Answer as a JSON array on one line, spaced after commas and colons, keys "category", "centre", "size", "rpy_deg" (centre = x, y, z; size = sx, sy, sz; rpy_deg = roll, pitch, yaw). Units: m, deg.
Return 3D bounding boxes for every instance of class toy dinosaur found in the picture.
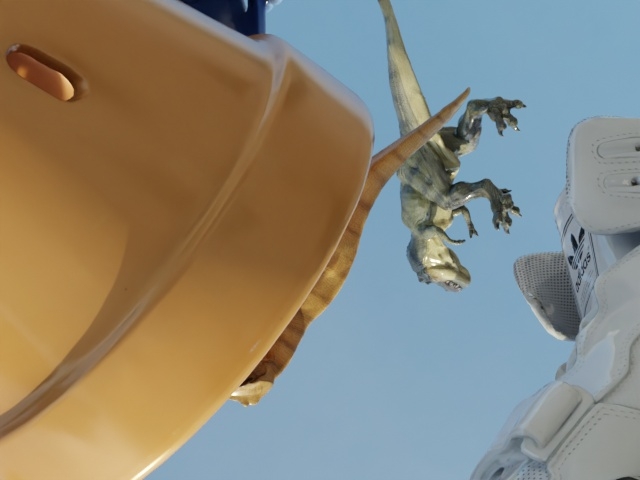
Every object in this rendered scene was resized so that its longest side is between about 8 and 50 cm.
[{"category": "toy dinosaur", "centre": [0.000, 0.000, 1.102], "size": [0.211, 0.112, 0.064], "rpy_deg": [-58, -40, -8]}, {"category": "toy dinosaur", "centre": [0.105, -0.066, 1.583], "size": [0.064, 0.118, 0.268], "rpy_deg": [-34, -58, -45]}]

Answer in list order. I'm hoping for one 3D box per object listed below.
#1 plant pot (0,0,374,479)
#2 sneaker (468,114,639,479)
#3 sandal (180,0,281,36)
[{"category": "plant pot", "centre": [-0.144, -0.027, 1.022], "size": [0.203, 0.291, 0.291], "rpy_deg": [40, -133, -19]}, {"category": "sneaker", "centre": [0.120, 0.075, 0.886], "size": [0.365, 0.137, 0.210], "rpy_deg": [-21, -119, -24]}, {"category": "sandal", "centre": [-0.094, -0.218, 1.393], "size": [0.126, 0.138, 0.317], "rpy_deg": [-5, -130, -24]}]
